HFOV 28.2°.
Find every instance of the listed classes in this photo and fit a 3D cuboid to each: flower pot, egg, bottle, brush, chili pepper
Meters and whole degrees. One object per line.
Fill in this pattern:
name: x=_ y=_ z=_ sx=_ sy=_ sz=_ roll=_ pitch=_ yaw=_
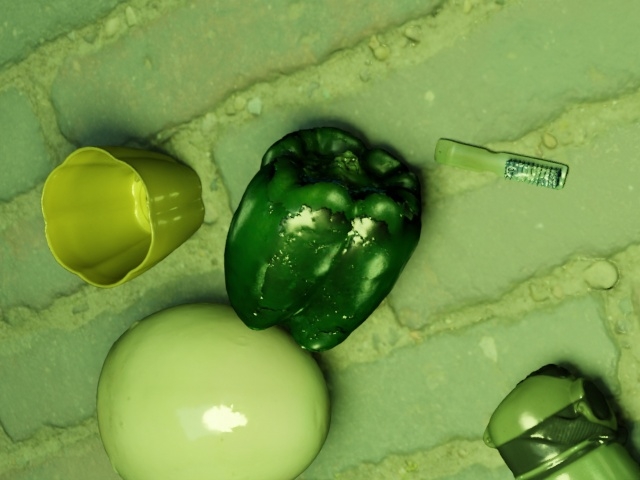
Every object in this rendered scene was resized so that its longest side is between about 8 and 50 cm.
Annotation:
flower pot: x=-0.265 y=-0.043 z=1.798 sx=0.195 sy=0.179 sz=0.195 roll=5 pitch=101 yaw=27
egg: x=-0.143 y=0.223 z=1.727 sx=0.345 sy=0.283 sz=0.283 roll=-4 pitch=99 yaw=36
bottle: x=0.331 y=0.323 z=1.569 sx=0.168 sy=0.168 sz=0.347 roll=-33 pitch=81 yaw=29
brush: x=0.224 y=-0.095 z=1.615 sx=0.178 sy=0.030 sz=0.033 roll=14 pitch=117 yaw=25
chili pepper: x=0.000 y=0.000 z=1.641 sx=0.233 sy=0.248 sz=0.257 roll=27 pitch=122 yaw=8
